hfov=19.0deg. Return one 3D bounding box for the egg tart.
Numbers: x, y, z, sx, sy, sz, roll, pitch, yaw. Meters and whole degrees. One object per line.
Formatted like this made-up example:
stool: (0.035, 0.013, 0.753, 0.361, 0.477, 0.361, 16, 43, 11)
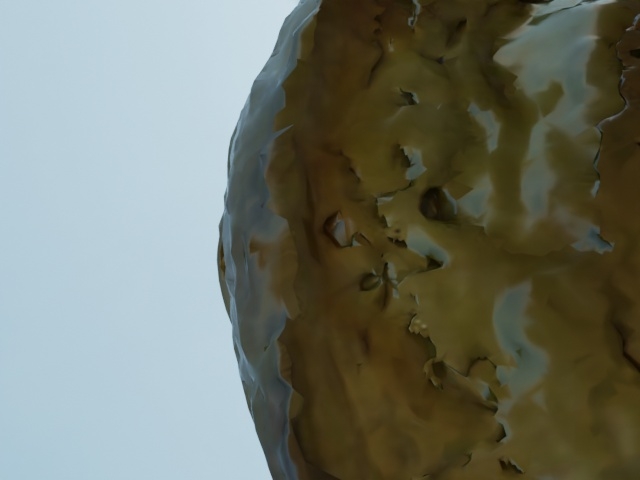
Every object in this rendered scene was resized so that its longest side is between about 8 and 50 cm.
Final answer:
egg tart: (0.165, 0.030, 0.780, 0.443, 0.178, 0.443, 16, -117, -33)
